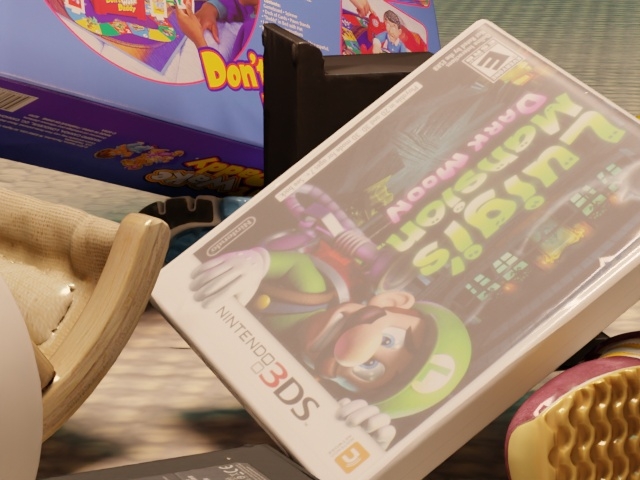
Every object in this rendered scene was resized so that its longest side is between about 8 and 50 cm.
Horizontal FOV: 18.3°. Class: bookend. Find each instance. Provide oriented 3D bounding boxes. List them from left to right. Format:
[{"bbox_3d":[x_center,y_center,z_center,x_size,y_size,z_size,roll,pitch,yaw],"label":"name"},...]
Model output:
[{"bbox_3d":[0.055,-0.021,0.918,0.156,0.157,0.072,-4,14,-14],"label":"bookend"}]

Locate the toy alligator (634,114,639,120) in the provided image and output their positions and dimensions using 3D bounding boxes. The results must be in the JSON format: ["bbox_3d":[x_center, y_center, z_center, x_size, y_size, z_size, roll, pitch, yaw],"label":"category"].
[{"bbox_3d":[0.214,-0.042,1.217,0.051,0.056,0.189,-45,11,-8],"label":"toy alligator"}]

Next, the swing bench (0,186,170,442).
[{"bbox_3d":[-0.245,-0.007,0.791,0.253,0.165,0.254,13,-18,49],"label":"swing bench"}]

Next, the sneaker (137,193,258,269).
[{"bbox_3d":[0.000,0.000,1.033,0.190,0.071,0.083,5,8,20],"label":"sneaker"}]

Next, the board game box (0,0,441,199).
[{"bbox_3d":[-0.073,-0.144,1.056,0.078,0.233,0.347,-22,-23,38],"label":"board game box"}]

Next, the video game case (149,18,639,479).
[{"bbox_3d":[0.042,0.004,0.788,0.190,0.022,0.173,-38,41,-8],"label":"video game case"}]

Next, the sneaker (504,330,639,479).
[{"bbox_3d":[0.116,0.070,0.742,0.185,0.070,0.084,-4,3,-44],"label":"sneaker"}]

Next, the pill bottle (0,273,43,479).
[{"bbox_3d":[-0.196,0.077,0.425,0.188,0.188,0.334,4,13,18],"label":"pill bottle"}]

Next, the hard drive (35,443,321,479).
[{"bbox_3d":[-0.062,0.101,0.685,0.135,0.022,0.094,-6,14,-25],"label":"hard drive"}]
